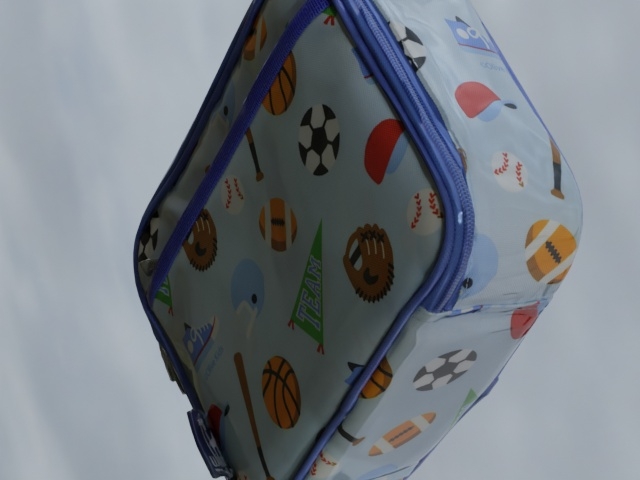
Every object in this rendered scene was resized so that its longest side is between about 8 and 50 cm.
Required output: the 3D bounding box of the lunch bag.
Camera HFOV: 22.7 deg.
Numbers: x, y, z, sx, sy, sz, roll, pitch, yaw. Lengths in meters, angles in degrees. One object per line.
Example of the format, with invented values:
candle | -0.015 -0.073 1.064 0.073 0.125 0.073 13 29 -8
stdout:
lunch bag | 0.000 0.000 0.887 0.303 0.115 0.243 -55 -128 41
